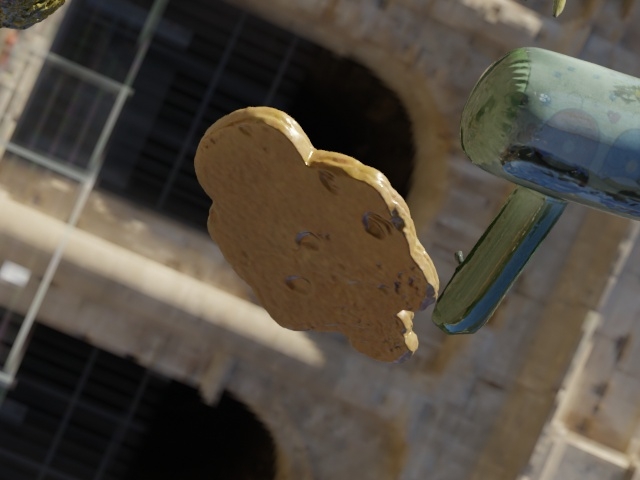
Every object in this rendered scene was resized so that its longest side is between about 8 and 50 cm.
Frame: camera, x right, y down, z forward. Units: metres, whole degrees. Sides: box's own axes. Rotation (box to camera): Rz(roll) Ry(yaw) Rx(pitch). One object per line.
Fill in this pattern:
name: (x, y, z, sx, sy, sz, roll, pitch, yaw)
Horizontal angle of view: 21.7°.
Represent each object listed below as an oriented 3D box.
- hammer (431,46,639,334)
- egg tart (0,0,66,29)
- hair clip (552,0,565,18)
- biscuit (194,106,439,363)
hammer: (0.185, -0.023, 1.485, 0.335, 0.206, 0.119, 120, -17, -46)
egg tart: (-0.285, -0.251, 1.514, 0.130, 0.130, 0.052, -65, -161, 8)
hair clip: (0.225, -0.294, 1.456, 0.062, 0.056, 0.213, -47, 155, -58)
biscuit: (0.002, -0.003, 1.961, 0.269, 0.376, 0.051, -15, -151, 41)
